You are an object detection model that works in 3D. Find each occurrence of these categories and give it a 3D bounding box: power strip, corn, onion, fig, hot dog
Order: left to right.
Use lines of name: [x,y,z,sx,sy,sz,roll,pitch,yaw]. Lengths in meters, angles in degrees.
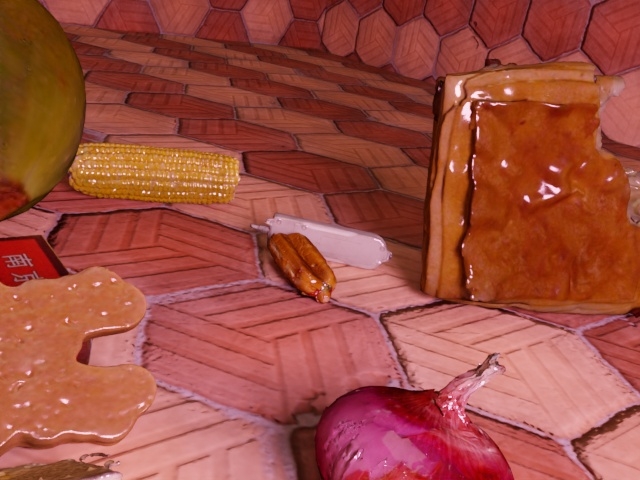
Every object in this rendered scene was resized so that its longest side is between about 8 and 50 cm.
fig: [-0.409,-0.144,0.806,0.316,0.316,0.316,9,21,-4]
corn: [-0.235,-0.095,1.011,0.248,0.081,0.081,3,22,-20]
hot dog: [-0.021,0.031,0.847,0.062,0.038,0.144,4,24,-25]
power strip: [0.000,0.000,0.925,0.191,0.048,0.030,12,16,2]
onion: [0.081,0.134,0.483,0.150,0.140,0.150,25,19,-9]

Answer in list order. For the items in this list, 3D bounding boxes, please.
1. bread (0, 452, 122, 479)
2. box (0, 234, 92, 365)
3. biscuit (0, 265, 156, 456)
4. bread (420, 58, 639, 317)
bread: [-0.169,0.143,0.422,0.084,0.080,0.109,-2,25,-33]
box: [-0.327,0.060,0.573,0.239,0.074,0.153,-5,23,-36]
biscuit: [-0.237,0.088,0.498,0.236,0.040,0.144,-1,58,-27]
bread: [0.287,-0.066,0.899,0.369,0.314,0.191,-1,14,-16]
